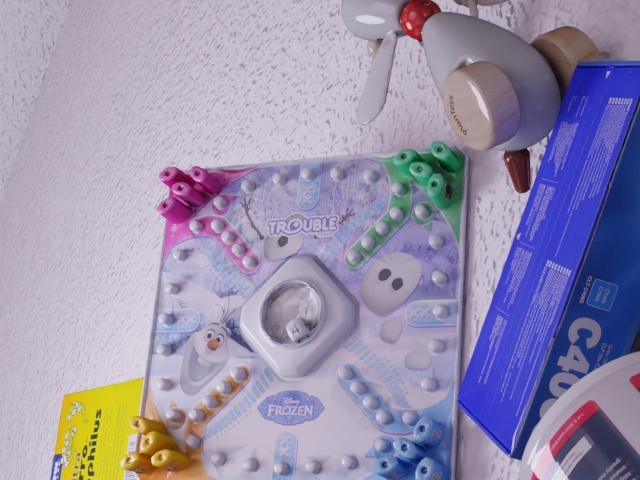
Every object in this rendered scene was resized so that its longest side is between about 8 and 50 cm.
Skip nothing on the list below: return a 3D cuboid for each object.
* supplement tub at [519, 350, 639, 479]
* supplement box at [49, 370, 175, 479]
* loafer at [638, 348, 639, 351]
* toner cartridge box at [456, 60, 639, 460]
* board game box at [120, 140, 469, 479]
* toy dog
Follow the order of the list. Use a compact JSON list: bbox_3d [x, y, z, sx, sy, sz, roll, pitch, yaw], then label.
[{"bbox_3d":[0.276,0.220,0.772,0.191,0.191,0.272,-61,33,21],"label":"supplement tub"},{"bbox_3d":[-0.207,0.300,1.510,0.357,0.194,0.195,-19,60,54],"label":"supplement box"},{"bbox_3d":[0.288,0.095,0.919,0.223,0.078,0.076,-62,33,20],"label":"loafer"},{"bbox_3d":[0.231,0.017,1.005,0.165,0.075,0.347,-138,66,-76],"label":"toner cartridge box"},{"bbox_3d":[-0.033,0.082,1.277,0.390,0.050,0.389,-3,71,24],"label":"board game box"},{"bbox_3d":[0.149,-0.164,1.190,0.333,0.220,0.161,-111,15,-55],"label":"toy dog"}]
